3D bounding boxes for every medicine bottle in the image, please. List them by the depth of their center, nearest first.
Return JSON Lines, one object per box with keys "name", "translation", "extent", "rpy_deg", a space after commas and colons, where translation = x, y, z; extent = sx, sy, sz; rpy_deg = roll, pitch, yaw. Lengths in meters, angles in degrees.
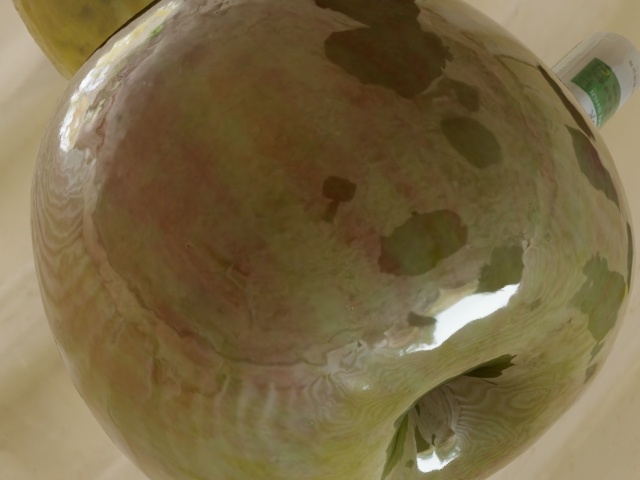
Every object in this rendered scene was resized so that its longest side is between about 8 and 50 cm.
{"name": "medicine bottle", "translation": [0.283, -0.154, 1.600], "extent": [0.095, 0.095, 0.260], "rpy_deg": [28, -139, 21]}

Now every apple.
{"name": "apple", "translation": [0.000, 0.000, 0.631], "extent": [0.257, 0.257, 0.234], "rpy_deg": [-29, -126, -14]}

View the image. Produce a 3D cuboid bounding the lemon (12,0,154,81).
{"name": "lemon", "translation": [-0.080, -0.205, 0.928], "extent": [0.245, 0.245, 0.320], "rpy_deg": [10, -158, 12]}
